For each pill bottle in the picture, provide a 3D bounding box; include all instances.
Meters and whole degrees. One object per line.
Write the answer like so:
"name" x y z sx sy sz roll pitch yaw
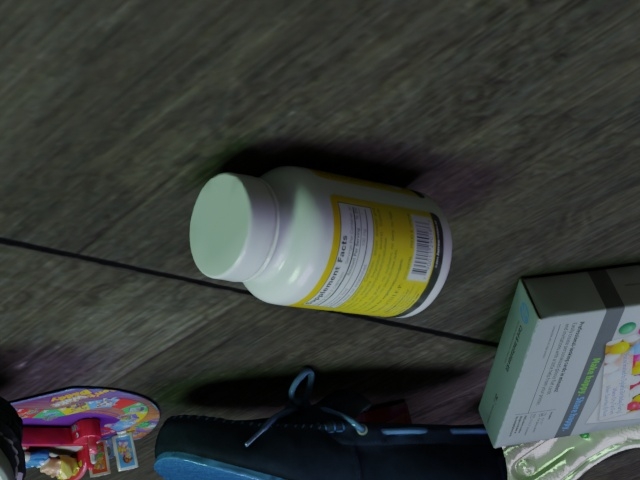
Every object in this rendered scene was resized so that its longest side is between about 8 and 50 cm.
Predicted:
"pill bottle" 0.000 0.000 0.578 0.116 0.065 0.065 10 147 -39

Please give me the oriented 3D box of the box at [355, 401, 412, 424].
"box" 0.026 0.239 1.030 0.128 0.123 0.257 -13 155 -2

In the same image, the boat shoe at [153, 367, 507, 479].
"boat shoe" 0.009 0.147 0.864 0.258 0.089 0.109 16 157 -25

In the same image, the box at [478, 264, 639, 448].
"box" 0.209 0.072 0.823 0.186 0.038 0.145 -7 140 -14

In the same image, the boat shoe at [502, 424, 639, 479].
"boat shoe" 0.227 0.125 0.966 0.233 0.084 0.079 -32 -172 23

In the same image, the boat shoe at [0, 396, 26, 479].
"boat shoe" -0.318 0.149 0.702 0.302 0.091 0.114 -5 111 -5

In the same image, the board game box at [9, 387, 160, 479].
"board game box" -0.191 0.144 0.834 0.168 0.033 0.133 -14 156 3
